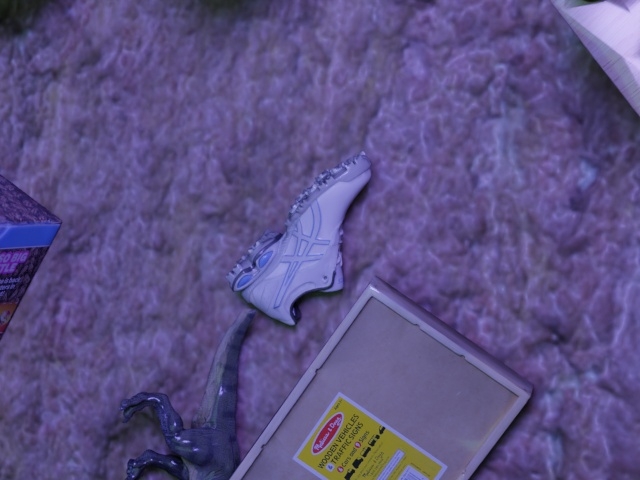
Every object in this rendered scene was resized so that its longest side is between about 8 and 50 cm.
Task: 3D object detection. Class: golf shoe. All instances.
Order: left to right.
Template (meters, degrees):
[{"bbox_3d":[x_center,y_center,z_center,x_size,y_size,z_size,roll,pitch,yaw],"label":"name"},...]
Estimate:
[{"bbox_3d":[0.000,0.000,1.385,0.086,0.069,0.176,42,114,-1],"label":"golf shoe"}]

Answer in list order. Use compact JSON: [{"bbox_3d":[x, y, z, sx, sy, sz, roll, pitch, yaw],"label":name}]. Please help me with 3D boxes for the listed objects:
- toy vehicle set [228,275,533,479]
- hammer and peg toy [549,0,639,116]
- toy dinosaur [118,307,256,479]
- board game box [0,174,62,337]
[{"bbox_3d":[0.038,0.184,1.353,0.166,0.035,0.267,36,105,1],"label":"toy vehicle set"},{"bbox_3d":[0.366,-0.199,1.091,0.361,0.127,0.266,-37,84,13],"label":"hammer and peg toy"},{"bbox_3d":[-0.121,0.188,1.433,0.118,0.064,0.268,5,97,9],"label":"toy dinosaur"},{"bbox_3d":[-0.416,0.068,1.469,0.141,0.232,0.291,35,104,19],"label":"board game box"}]
